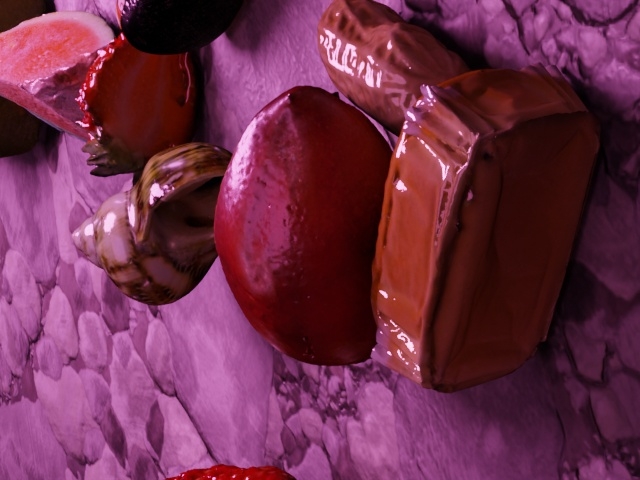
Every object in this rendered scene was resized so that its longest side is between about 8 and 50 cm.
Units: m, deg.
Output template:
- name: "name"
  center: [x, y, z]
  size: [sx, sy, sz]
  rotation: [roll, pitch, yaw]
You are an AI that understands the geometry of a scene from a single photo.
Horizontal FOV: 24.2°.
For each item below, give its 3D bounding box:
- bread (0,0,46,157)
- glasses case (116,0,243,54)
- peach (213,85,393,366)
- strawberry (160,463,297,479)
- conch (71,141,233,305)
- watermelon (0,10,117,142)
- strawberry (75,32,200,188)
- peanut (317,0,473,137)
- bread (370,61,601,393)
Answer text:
- name: "bread"
  center: [-0.456, -0.300, 1.950]
  size: [0.366, 0.129, 0.382]
  rotation: [61, 143, 31]
- name: "glasses case"
  center: [-0.108, -0.302, 1.399]
  size: [0.082, 0.122, 0.321]
  rotation: [57, 142, 29]
- name: "peach"
  center: [0.004, 0.005, 1.228]
  size: [0.154, 0.159, 0.267]
  rotation: [41, 153, 30]
- name: "strawberry"
  center: [-0.137, 0.344, 1.543]
  size: [0.261, 0.261, 0.258]
  rotation: [38, 130, 47]
- name: "conch"
  center: [-0.156, -0.024, 1.517]
  size: [0.124, 0.181, 0.187]
  rotation: [51, 165, 28]
- name: "watermelon"
  center: [-0.299, -0.179, 1.769]
  size: [0.231, 0.128, 0.146]
  rotation: [17, 148, 44]
- name: "strawberry"
  center: [-0.198, -0.152, 1.580]
  size: [0.085, 0.140, 0.192]
  rotation: [19, 124, 56]
- name: "peanut"
  center: [0.057, -0.140, 1.217]
  size: [0.083, 0.093, 0.194]
  rotation: [-50, 50, 3]
- name: "bread"
  center: [0.116, -0.009, 1.121]
  size: [0.107, 0.136, 0.241]
  rotation: [44, 136, 43]
